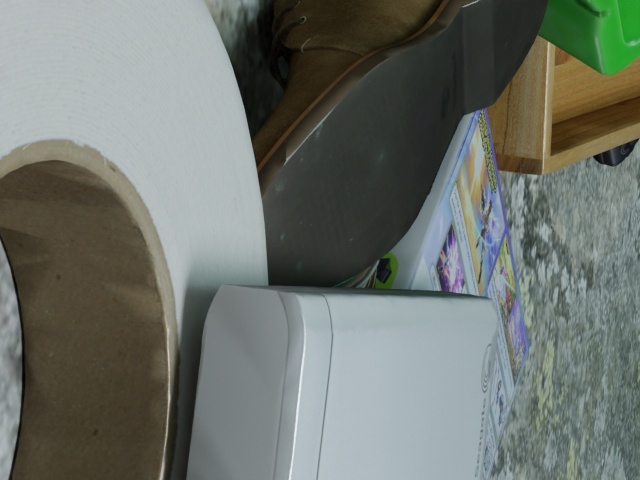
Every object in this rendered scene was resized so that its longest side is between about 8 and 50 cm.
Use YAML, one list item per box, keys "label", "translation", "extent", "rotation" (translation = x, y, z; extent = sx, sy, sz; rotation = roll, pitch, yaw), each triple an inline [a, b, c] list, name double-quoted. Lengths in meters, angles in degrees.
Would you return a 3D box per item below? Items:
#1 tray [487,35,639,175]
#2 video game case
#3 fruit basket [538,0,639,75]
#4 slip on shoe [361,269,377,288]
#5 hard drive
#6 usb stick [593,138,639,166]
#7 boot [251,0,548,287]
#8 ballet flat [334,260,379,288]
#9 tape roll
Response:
- label: "tray"
  translation: [0.242, -0.189, 1.360]
  extent: [0.411, 0.076, 0.203]
  rotation: [-20, 114, -55]
- label: "video game case"
  translation: [0.068, 0.079, 1.072]
  extent: [0.269, 0.061, 0.244]
  rotation: [73, 31, -45]
- label: "fruit basket"
  translation: [0.146, -0.346, 1.010]
  extent: [0.392, 0.283, 0.392]
  rotation: [58, -3, 4]
- label: "slip on shoe"
  translation: [-0.007, 0.060, 0.882]
  extent: [0.051, 0.041, 0.135]
  rotation: [88, 24, -51]
- label: "hard drive"
  translation: [0.018, 0.140, 0.788]
  extent: [0.353, 0.047, 0.233]
  rotation: [7, 89, -72]
- label: "usb stick"
  translation: [0.272, -0.174, 1.562]
  extent: [0.077, 0.045, 0.278]
  rotation: [-56, 149, -21]
- label: "boot"
  translation: [0.011, -0.079, 0.840]
  extent: [0.305, 0.115, 0.112]
  rotation: [-50, 150, -43]
- label: "ballet flat"
  translation: [0.000, 0.000, 0.874]
  extent: [0.213, 0.072, 0.068]
  rotation: [-49, 169, -54]
- label: "tape roll"
  translation: [-0.121, 0.067, 0.556]
  extent: [0.392, 0.072, 0.392]
  rotation: [5, 90, -70]
